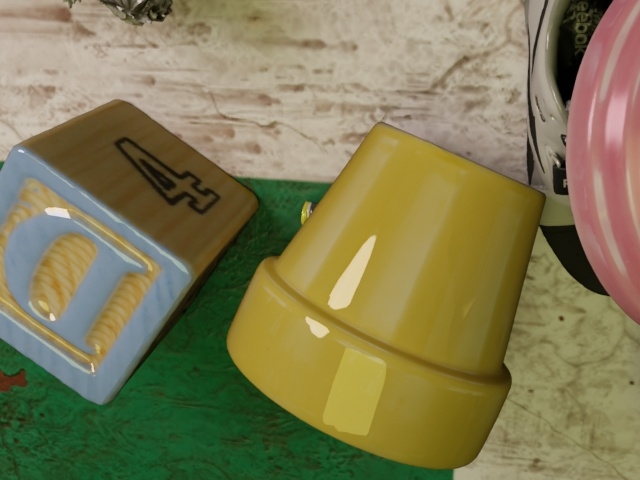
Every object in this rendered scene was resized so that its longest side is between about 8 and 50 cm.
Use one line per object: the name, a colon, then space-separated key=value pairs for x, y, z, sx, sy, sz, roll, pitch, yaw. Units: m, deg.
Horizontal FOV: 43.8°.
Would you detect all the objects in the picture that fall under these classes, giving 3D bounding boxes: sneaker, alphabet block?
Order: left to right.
alphabet block: x=-0.206 y=0.004 z=0.786 sx=0.193 sy=0.197 sz=0.192 roll=38 pitch=114 yaw=-3
sneaker: x=0.000 y=0.000 z=0.824 sx=0.035 sy=0.031 sz=0.083 roll=-1 pitch=111 yaw=14
sneaker: x=0.231 y=-0.084 z=0.675 sx=0.122 sy=0.146 sz=0.330 roll=-11 pitch=110 yaw=16

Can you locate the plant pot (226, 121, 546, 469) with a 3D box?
plant pot: x=0.074 y=0.033 z=0.715 sx=0.254 sy=0.254 sz=0.239 roll=24 pitch=100 yaw=4

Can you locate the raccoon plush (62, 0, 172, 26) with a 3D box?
raccoon plush: x=-0.268 y=-0.301 z=0.571 sx=0.299 sy=0.446 sz=0.216 roll=28 pitch=102 yaw=16

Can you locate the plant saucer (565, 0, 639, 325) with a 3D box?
plant saucer: x=0.342 y=-0.071 z=0.590 sx=0.332 sy=0.084 sz=0.332 roll=-2 pitch=96 yaw=-20
